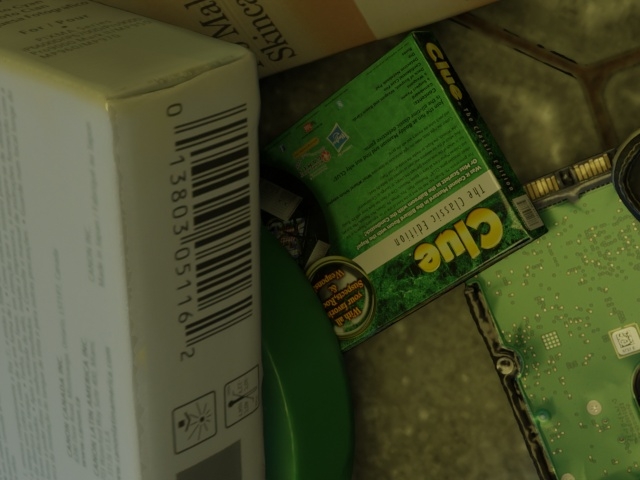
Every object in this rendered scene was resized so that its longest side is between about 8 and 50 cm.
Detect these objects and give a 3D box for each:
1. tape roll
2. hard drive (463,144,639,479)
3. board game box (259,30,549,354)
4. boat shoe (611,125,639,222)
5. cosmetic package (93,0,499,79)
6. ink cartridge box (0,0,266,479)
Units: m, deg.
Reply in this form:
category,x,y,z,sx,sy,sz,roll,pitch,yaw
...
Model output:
category,x,y,z,sx,sy,sz,roll,pitch,yaw
tape roll,-0.137,0.111,0.800,0.321,0.077,0.321,7,104,28
hard drive,0.239,0.099,0.722,0.237,0.064,0.339,-23,91,18
board game box,0.000,0.000,0.762,0.260,0.030,0.136,-33,79,34
boat shoe,0.256,0.005,0.633,0.233,0.079,0.084,31,106,13
cosmetic package,-0.047,-0.185,0.710,0.296,0.153,0.129,-16,56,20
ink cartridge box,-0.186,0.010,0.698,0.385,0.091,0.308,25,126,40
